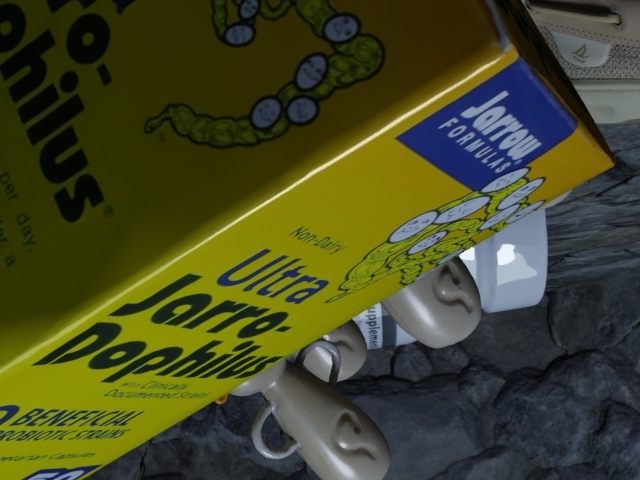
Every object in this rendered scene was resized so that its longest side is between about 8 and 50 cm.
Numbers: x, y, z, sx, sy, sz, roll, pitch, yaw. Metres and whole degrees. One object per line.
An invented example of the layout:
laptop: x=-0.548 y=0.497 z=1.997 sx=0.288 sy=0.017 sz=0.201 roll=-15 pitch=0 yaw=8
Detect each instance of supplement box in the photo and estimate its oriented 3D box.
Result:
supplement box: x=-0.087 y=-0.037 z=0.497 sx=0.356 sy=0.195 sz=0.194 roll=-32 pitch=161 yaw=17

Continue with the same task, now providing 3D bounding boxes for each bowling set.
bowling set: x=0.000 y=0.000 z=0.702 sx=0.154 sy=0.287 sz=0.200 roll=47 pitch=153 yaw=-23

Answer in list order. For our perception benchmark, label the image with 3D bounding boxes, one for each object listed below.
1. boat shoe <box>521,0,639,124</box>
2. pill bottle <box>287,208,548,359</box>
boat shoe: x=0.228 y=-0.132 z=0.564 sx=0.341 sy=0.122 sz=0.110 roll=-3 pitch=134 yaw=49
pill bottle: x=-0.016 y=-0.010 z=0.920 sx=0.363 sy=0.210 sz=0.210 roll=-8 pitch=169 yaw=0
